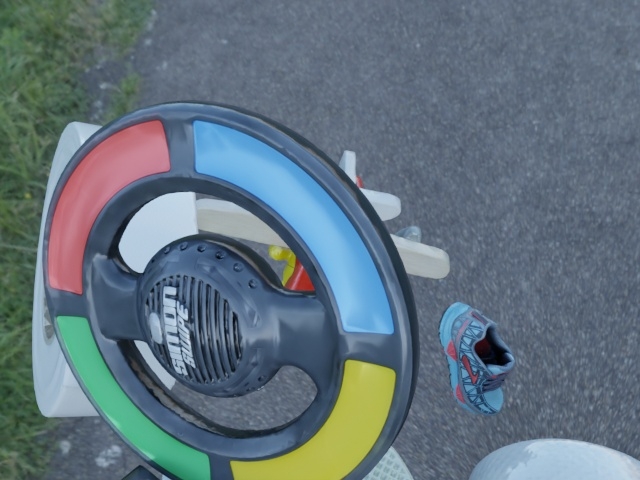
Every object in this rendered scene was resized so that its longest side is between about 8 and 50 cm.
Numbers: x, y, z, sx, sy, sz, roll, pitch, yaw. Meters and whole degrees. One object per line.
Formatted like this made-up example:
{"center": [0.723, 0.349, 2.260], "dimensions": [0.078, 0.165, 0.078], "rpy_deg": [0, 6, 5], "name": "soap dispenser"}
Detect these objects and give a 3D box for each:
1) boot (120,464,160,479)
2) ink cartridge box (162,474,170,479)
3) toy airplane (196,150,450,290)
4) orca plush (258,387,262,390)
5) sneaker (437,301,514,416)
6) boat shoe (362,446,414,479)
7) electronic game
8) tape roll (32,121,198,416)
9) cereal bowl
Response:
{"center": [-0.104, 0.277, 0.296], "dimensions": [0.264, 0.096, 0.280], "rpy_deg": [30, 60, 25], "name": "boot"}
{"center": [-0.175, 0.473, 1.166], "dimensions": [0.045, 0.223, 0.224], "rpy_deg": [-46, 20, 6], "name": "ink cartridge box"}
{"center": [0.000, 0.000, 1.275], "dimensions": [0.384, 0.386, 0.272], "rpy_deg": [-27, 28, 13], "name": "toy airplane"}
{"center": [-0.240, 0.262, 1.782], "dimensions": [0.102, 0.287, 0.151], "rpy_deg": [-16, 25, 50], "name": "orca plush"}
{"center": [0.311, 0.245, 1.303], "dimensions": [0.104, 0.262, 0.125], "rpy_deg": [-38, 29, -26], "name": "sneaker"}
{"center": [0.090, 0.558, 1.057], "dimensions": [0.186, 0.156, 0.500], "rpy_deg": [-10, 81, -15], "name": "boat shoe"}
{"center": [-0.058, 0.041, 0.364], "dimensions": [0.229, 0.048, 0.229], "rpy_deg": [9, 112, 24], "name": "electronic game"}
{"center": [-0.214, 0.031, 0.679], "dimensions": [0.286, 0.100, 0.286], "rpy_deg": [-19, 67, 58], "name": "tape roll"}
{"center": [0.397, 0.482, 1.098], "dimensions": [0.338, 0.339, 0.141], "rpy_deg": [-1, 36, 19], "name": "cereal bowl"}
